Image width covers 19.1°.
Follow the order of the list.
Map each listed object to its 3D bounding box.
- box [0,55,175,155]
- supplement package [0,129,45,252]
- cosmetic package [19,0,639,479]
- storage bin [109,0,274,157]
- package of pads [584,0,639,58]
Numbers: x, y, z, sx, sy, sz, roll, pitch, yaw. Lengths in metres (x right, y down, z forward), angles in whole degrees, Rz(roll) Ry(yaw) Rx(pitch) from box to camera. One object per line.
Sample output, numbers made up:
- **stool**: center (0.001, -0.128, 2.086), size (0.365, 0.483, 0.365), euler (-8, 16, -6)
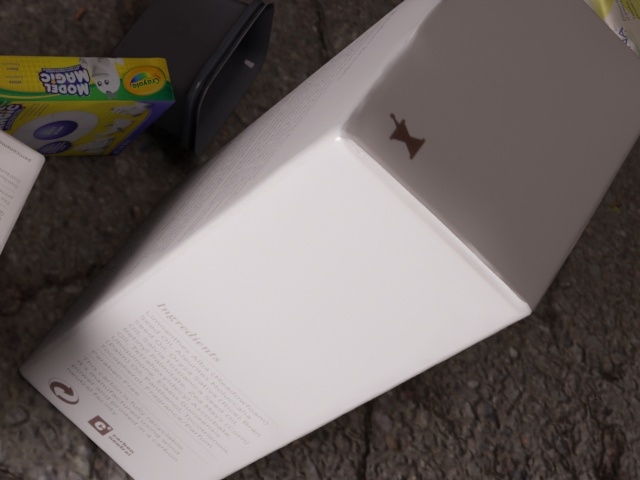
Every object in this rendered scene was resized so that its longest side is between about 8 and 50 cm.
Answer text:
- **box**: center (-0.212, -0.100, 1.431), size (0.179, 0.105, 0.043), euler (-1, 69, -34)
- **supplement package**: center (-0.335, 0.045, 1.232), size (0.175, 0.177, 0.293), euler (33, 55, -18)
- **cosmetic package**: center (0.000, 0.000, 1.302), size (0.161, 0.453, 0.230), euler (44, 52, -9)
- **storage bin**: center (-0.109, -0.144, 1.539), size (0.091, 0.098, 0.135), euler (25, 53, 11)
- **package of pads**: center (0.183, -0.226, 1.676), size (0.101, 0.229, 0.296), euler (-10, 75, -37)
